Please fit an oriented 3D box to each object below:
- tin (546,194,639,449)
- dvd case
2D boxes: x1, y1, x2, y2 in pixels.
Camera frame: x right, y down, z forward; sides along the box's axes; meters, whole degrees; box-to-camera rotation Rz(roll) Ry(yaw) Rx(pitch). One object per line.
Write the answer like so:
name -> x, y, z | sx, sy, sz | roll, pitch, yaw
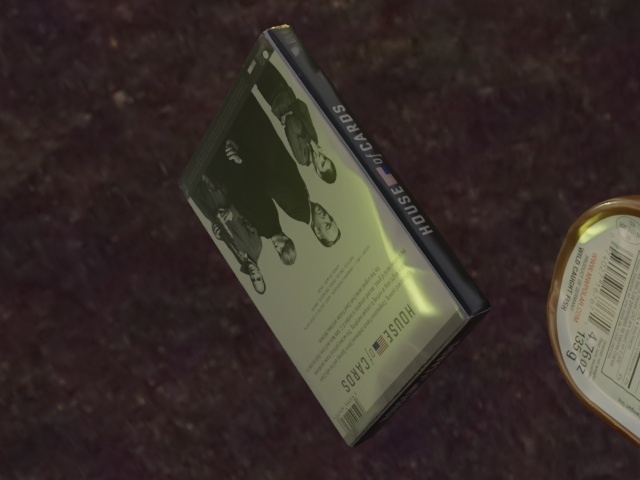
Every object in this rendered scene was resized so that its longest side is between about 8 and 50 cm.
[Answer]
tin -> 0.166, 0.050, 0.645 | 0.040, 0.106, 0.190 | -7, 29, -32
dvd case -> 0.000, 0.000, 1.040 | 0.030, 0.179, 0.238 | -21, 69, -38
